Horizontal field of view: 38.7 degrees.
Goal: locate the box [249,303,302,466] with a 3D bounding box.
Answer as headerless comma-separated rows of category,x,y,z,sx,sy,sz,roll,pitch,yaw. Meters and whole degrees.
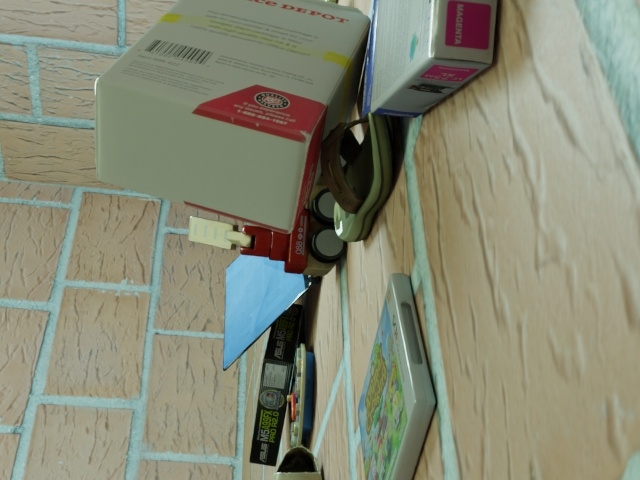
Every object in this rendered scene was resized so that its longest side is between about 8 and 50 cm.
box,-0.092,0.296,1.895,0.216,0.060,0.270,-81,1,-61

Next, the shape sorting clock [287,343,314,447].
shape sorting clock,-0.042,0.295,1.702,0.206,0.040,0.206,-174,90,-83

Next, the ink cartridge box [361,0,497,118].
ink cartridge box,0.101,-0.228,0.891,0.311,0.065,0.185,168,107,-80

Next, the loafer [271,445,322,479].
loafer,-0.041,0.401,1.390,0.268,0.102,0.092,-111,21,-75

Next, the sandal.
sandal,0.038,-0.089,1.170,0.303,0.086,0.120,107,166,-57

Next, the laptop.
laptop,-0.136,-0.035,1.817,0.382,0.236,0.408,-99,-5,-60

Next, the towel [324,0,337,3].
towel,0.014,-0.490,1.867,0.148,0.027,0.110,-97,13,-58

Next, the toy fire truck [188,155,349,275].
toy fire truck,-0.087,-0.057,1.489,0.158,0.246,0.217,128,147,-76

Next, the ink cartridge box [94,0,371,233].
ink cartridge box,-0.106,-0.207,1.281,0.384,0.279,0.160,-66,-12,-52

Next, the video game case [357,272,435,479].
video game case,0.074,0.175,0.962,0.193,0.023,0.212,-95,12,-54
